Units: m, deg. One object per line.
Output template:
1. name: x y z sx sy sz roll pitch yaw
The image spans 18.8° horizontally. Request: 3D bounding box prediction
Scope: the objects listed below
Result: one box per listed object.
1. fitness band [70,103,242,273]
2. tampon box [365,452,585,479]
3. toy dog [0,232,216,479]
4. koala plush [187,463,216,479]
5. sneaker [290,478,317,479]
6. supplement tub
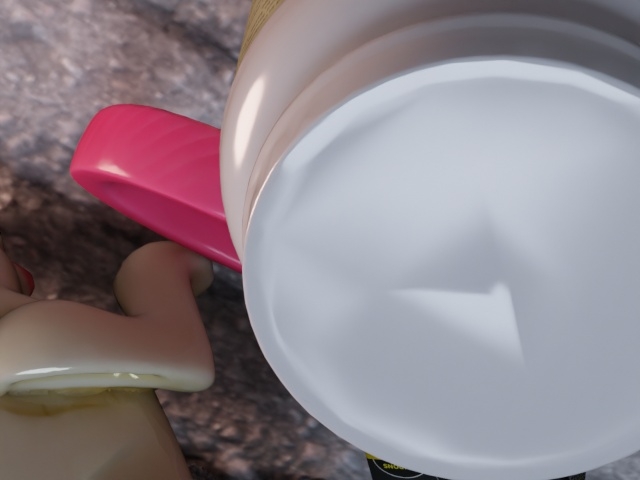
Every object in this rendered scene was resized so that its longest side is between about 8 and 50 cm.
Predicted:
1. fitness band: 0.000 0.000 1.089 0.291 0.054 0.209 24 172 -10
2. tampon box: 0.098 0.124 1.228 0.120 0.101 0.161 -2 132 16
3. toy dog: -0.213 0.152 1.156 0.408 0.395 0.284 53 158 15
4. koala plush: -0.191 0.269 1.388 0.221 0.203 0.196 9 135 20
5. sneaker: 0.027 0.229 1.368 0.188 0.067 0.078 25 127 -15
6. supplement tub: 0.080 -0.070 0.875 0.235 0.325 0.235 2 123 4
